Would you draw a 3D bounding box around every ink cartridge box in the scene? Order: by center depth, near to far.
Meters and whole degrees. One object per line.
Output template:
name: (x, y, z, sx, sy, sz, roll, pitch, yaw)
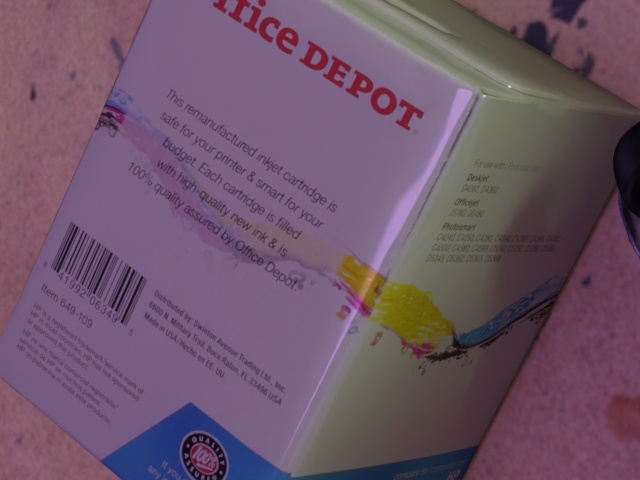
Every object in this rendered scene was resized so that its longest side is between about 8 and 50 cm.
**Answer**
ink cartridge box: (0.000, 0.000, 1.008, 0.198, 0.197, 0.270, 35, 108, 29)

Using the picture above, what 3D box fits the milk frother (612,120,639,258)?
milk frother: (0.211, -0.059, 0.943, 0.135, 0.129, 0.143, -34, 28, 28)
